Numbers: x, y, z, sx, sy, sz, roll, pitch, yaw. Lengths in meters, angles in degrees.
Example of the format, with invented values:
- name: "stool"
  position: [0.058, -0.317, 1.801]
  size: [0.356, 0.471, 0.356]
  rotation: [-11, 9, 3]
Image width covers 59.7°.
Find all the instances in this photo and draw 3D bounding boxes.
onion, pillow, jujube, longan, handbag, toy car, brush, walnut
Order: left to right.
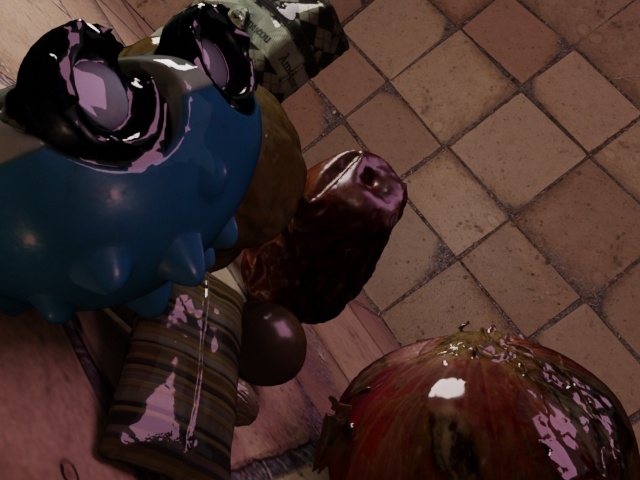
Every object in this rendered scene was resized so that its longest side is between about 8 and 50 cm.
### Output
- name: "toy car"
  position: [-0.141, -0.043, 0.397]
  size: [0.190, 0.188, 0.255]
  rotation: [68, 28, -18]
- name: "brush"
  position: [-0.161, 0.067, 0.480]
  size: [0.299, 0.042, 0.039]
  rotation: [46, 24, -19]
- name: "pillow"
  position: [-0.106, 0.094, 0.445]
  size: [0.113, 0.038, 0.203]
  rotation: [40, 28, -33]
- name: "walnut"
  position: [-0.145, -0.092, 0.647]
  size: [0.283, 0.227, 0.283]
  rotation: [-8, 90, -67]
- name: "handbag"
  position: [-0.203, -0.365, 1.068]
  size: [0.317, 0.416, 0.180]
  rotation: [50, 0, 23]
- name: "longan"
  position: [-0.067, 0.113, 0.641]
  size: [0.113, 0.092, 0.113]
  rotation: [50, 4, -4]
- name: "jujube"
  position: [0.000, 0.000, 0.835]
  size: [0.216, 0.216, 0.342]
  rotation: [53, -35, 6]
- name: "onion"
  position: [0.162, 0.236, 0.615]
  size: [0.354, 0.353, 0.353]
  rotation: [52, 5, -6]
